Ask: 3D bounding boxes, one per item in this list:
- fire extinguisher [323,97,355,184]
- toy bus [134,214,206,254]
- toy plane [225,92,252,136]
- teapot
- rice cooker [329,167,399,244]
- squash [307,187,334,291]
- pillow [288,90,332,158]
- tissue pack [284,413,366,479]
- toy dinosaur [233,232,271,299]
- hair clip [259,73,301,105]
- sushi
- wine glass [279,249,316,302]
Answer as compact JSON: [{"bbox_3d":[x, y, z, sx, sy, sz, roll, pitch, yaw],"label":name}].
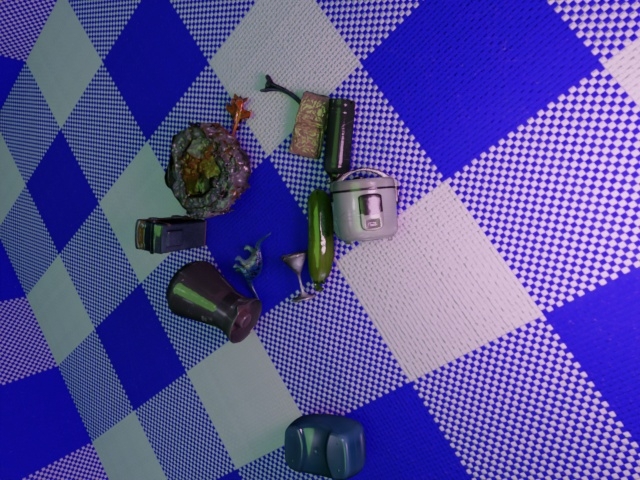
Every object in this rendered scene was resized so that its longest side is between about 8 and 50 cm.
[{"bbox_3d":[0.061,-0.328,1.494,0.095,0.114,0.311,5,101,4],"label":"fire extinguisher"},{"bbox_3d":[-0.625,-0.028,1.824,0.167,0.275,0.138,11,101,27],"label":"toy bus"},{"bbox_3d":[-0.333,-0.489,1.735,0.135,0.062,0.188,23,120,26],"label":"toy plane"},{"bbox_3d":[-0.434,0.267,1.782,0.344,0.253,0.300,27,146,22],"label":"teapot"},{"bbox_3d":[0.146,-0.115,1.409,0.226,0.226,0.244,-3,92,30],"label":"rice cooker"},{"bbox_3d":[0.000,0.000,1.573,0.101,0.101,0.378,2,93,30],"label":"squash"},{"bbox_3d":[-0.036,-0.416,1.568,0.126,0.043,0.232,20,107,14],"label":"pillow"},{"bbox_3d":[0.027,0.749,1.593,0.288,0.206,0.198,-7,83,29],"label":"tissue pack"},{"bbox_3d":[-0.291,0.100,1.765,0.144,0.076,0.329,18,109,16],"label":"toy dinosaur"},{"bbox_3d":[-0.129,-0.545,1.617,0.229,0.039,0.070,34,110,21],"label":"hair clip"},{"bbox_3d":[-0.459,-0.281,1.757,0.418,0.176,0.417,5,99,30],"label":"sushi"},{"bbox_3d":[-0.081,0.135,1.631,0.122,0.122,0.182,-9,96,30],"label":"wine glass"}]
